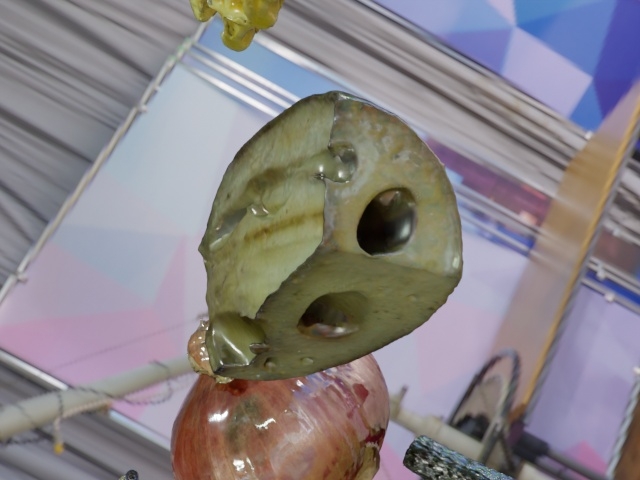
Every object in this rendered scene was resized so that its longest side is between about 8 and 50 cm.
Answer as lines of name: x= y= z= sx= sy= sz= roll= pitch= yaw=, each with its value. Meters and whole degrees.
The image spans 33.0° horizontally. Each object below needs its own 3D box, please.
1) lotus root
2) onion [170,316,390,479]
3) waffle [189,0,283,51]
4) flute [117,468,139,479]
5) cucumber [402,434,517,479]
lotus root: x=0.005 y=0.003 z=0.962 sx=0.314 sy=0.142 sz=0.210 roll=-31 pitch=57 yaw=58
onion: x=-0.063 y=0.277 z=1.559 sx=0.353 sy=0.354 sz=0.353 roll=-61 pitch=2 yaw=3
waffle: x=-0.070 y=-0.303 z=0.935 sx=0.261 sy=0.056 sz=0.250 roll=-28 pitch=68 yaw=61
flute: x=-0.364 y=0.428 z=1.819 sx=0.233 sy=0.027 sz=0.027 roll=-38 pitch=18 yaw=46
cucumber: x=0.263 y=0.379 z=1.626 sx=0.067 sy=0.293 sz=0.067 roll=-44 pitch=-35 yaw=-41
